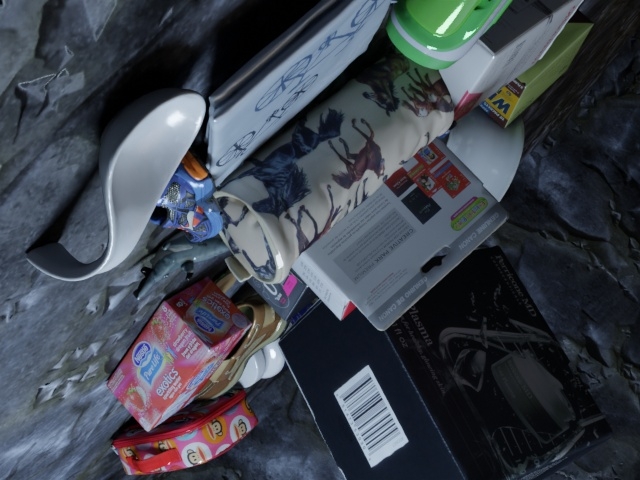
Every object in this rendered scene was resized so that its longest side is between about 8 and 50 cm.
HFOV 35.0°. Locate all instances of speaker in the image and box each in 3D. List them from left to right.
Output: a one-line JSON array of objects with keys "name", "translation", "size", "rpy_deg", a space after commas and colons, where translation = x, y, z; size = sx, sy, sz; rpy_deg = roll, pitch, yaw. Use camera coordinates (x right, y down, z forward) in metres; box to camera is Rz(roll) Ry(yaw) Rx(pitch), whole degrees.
[{"name": "speaker", "translation": [0.204, -0.363, 1.304], "size": [0.131, 0.131, 0.296], "rpy_deg": [-33, 165, -47]}]

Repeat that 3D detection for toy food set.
[{"name": "toy food set", "translation": [-0.185, 0.082, 1.858], "size": [0.083, 0.020, 0.083], "rpy_deg": [-33, 165, -45]}]

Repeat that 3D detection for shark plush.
[{"name": "shark plush", "translation": [-0.200, 0.026, 1.451], "size": [0.161, 0.067, 0.073], "rpy_deg": [-37, 167, -36]}]

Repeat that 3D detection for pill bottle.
[{"name": "pill bottle", "translation": [-0.114, 0.221, 2.306], "size": [0.265, 0.153, 0.153], "rpy_deg": [-31, 163, -48]}]

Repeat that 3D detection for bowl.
[{"name": "bowl", "translation": [0.293, -0.180, 2.179], "size": [0.298, 0.134, 0.297], "rpy_deg": [-50, -151, 40]}]

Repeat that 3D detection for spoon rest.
[{"name": "spoon rest", "translation": [-0.209, -0.052, 1.074], "size": [0.276, 0.084, 0.137], "rpy_deg": [-49, 169, 28]}]

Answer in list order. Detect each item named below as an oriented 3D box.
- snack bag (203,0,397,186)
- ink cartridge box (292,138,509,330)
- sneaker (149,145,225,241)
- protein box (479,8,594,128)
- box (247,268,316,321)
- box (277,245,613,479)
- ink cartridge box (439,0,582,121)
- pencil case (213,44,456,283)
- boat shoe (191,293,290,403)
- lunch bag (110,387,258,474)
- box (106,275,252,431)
[{"name": "snack bag", "translation": [-0.025, -0.208, 1.229], "size": [0.323, 0.037, 0.342], "rpy_deg": [-44, 178, -12]}, {"name": "ink cartridge box", "translation": [0.106, -0.026, 1.676], "size": [0.309, 0.272, 0.130], "rpy_deg": [-40, 169, -15]}, {"name": "sneaker", "translation": [-0.178, -0.050, 1.259], "size": [0.087, 0.083, 0.221], "rpy_deg": [-30, 161, -10]}, {"name": "protein box", "translation": [0.403, -0.367, 2.020], "size": [0.200, 0.136, 0.201], "rpy_deg": [-43, 169, -12]}, {"name": "box", "translation": [0.000, 0.000, 1.901], "size": [0.270, 0.143, 0.165], "rpy_deg": [-38, 168, -30]}, {"name": "box", "translation": [0.253, 0.300, 2.062], "size": [0.472, 0.479, 0.297], "rpy_deg": [-7, 151, -45]}, {"name": "ink cartridge box", "translation": [0.300, -0.348, 1.756], "size": [0.283, 0.117, 0.207], "rpy_deg": [-37, 167, -33]}, {"name": "pencil case", "translation": [0.019, -0.110, 1.472], "size": [0.410, 0.160, 0.183], "rpy_deg": [-42, 155, -24]}, {"name": "boat shoe", "translation": [-0.204, 0.218, 2.093], "size": [0.324, 0.122, 0.120], "rpy_deg": [-47, 155, 23]}, {"name": "lunch bag", "translation": [-0.309, 0.429, 2.216], "size": [0.293, 0.120, 0.258], "rpy_deg": [-18, -173, 39]}, {"name": "box", "translation": [-0.251, 0.201, 1.784], "size": [0.128, 0.122, 0.257], "rpy_deg": [-31, 163, -53]}]
